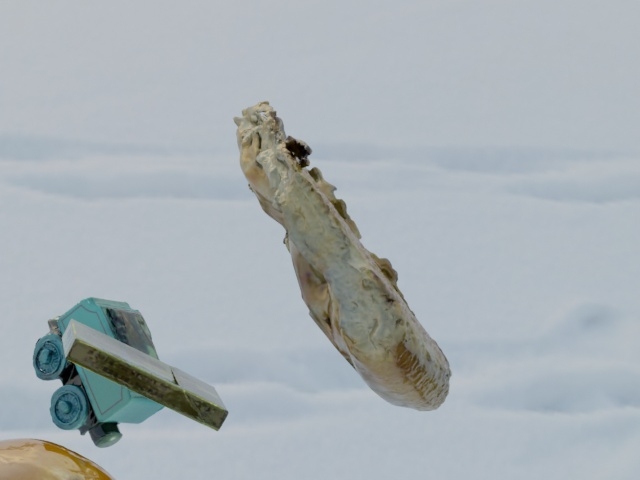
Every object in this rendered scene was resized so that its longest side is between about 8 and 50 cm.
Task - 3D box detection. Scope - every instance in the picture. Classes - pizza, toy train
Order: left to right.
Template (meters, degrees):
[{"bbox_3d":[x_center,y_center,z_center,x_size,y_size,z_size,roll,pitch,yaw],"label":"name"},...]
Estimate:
[{"bbox_3d":[-0.297,0.171,1.823,0.107,0.154,0.198,17,43,-59],"label":"toy train"},{"bbox_3d":[0.000,0.000,1.047,0.071,0.189,0.297,-31,71,6],"label":"pizza"}]

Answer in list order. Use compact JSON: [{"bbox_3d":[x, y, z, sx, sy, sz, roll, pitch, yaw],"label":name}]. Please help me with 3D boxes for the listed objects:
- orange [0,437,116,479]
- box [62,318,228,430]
[{"bbox_3d":[-0.309,0.354,1.346,0.312,0.312,0.312,4,29,-2],"label":"orange"},{"bbox_3d":[-0.203,0.153,1.552,0.193,0.030,0.121,27,1,-15],"label":"box"}]
